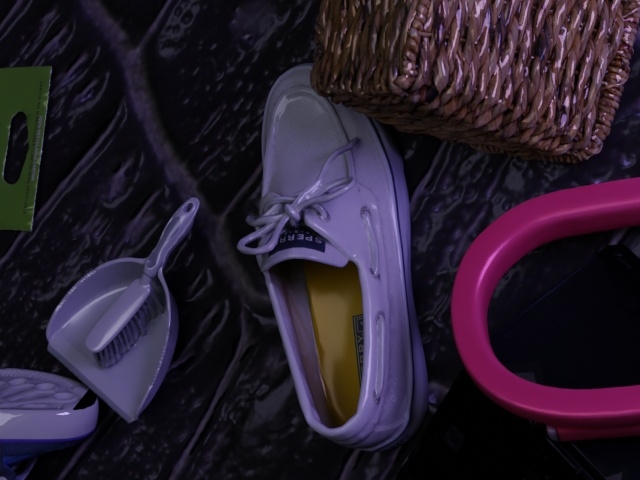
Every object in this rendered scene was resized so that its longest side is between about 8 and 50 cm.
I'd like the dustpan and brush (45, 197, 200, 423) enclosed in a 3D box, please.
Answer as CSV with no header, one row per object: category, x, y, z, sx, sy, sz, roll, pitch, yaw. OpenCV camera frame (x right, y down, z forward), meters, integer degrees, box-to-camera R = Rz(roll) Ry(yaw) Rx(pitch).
dustpan and brush,-0.175,0.051,1.468,0.147,0.060,0.211,36,86,30

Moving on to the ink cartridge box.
ink cartridge box,-0.424,-0.110,1.617,0.255,0.097,0.189,2,82,30

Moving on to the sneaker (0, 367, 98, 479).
sneaker,-0.368,0.262,1.523,0.322,0.130,0.236,-2,104,9

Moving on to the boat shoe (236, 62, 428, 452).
boat shoe,-0.007,0.004,1.329,0.135,0.156,0.367,-15,74,26

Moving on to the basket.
basket,0.142,-0.233,1.329,0.213,0.223,0.299,9,84,63

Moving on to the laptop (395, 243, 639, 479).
laptop,0.226,0.181,1.251,0.234,0.136,0.264,47,130,28

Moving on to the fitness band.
fitness band,0.249,0.050,1.197,0.290,0.054,0.209,-8,60,14
